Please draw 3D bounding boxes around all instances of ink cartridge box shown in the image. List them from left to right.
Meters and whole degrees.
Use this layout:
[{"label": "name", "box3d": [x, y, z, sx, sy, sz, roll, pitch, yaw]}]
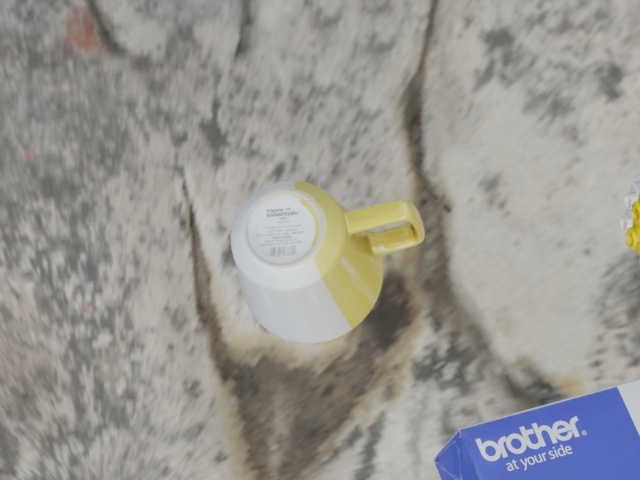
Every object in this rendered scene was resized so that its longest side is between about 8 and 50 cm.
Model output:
[{"label": "ink cartridge box", "box3d": [0.171, 0.122, 0.970, 0.207, 0.046, 0.097, -12, 67, -22]}]

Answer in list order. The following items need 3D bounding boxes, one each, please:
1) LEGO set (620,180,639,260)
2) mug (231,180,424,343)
[{"label": "LEGO set", "box3d": [0.139, 0.025, 0.537, 0.093, 0.087, 0.227, -8, 39, -15]}, {"label": "mug", "box3d": [-0.004, -0.001, 0.792, 0.062, 0.064, 0.078, 42, 84, 21]}]
